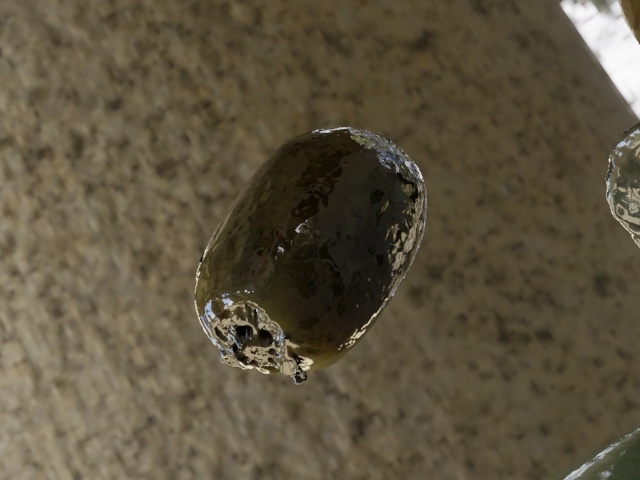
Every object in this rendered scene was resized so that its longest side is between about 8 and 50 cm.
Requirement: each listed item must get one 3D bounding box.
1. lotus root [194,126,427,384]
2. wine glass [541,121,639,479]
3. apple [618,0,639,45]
[{"bbox_3d":[0.000,0.000,1.469,0.152,0.160,0.275,-27,22,40],"label":"lotus root"},{"bbox_3d":[0.235,0.116,1.079,0.406,0.267,0.267,-61,0,-38],"label":"wine glass"},{"bbox_3d":[0.249,-0.156,0.848,0.193,0.265,0.120,-8,-40,6],"label":"apple"}]
